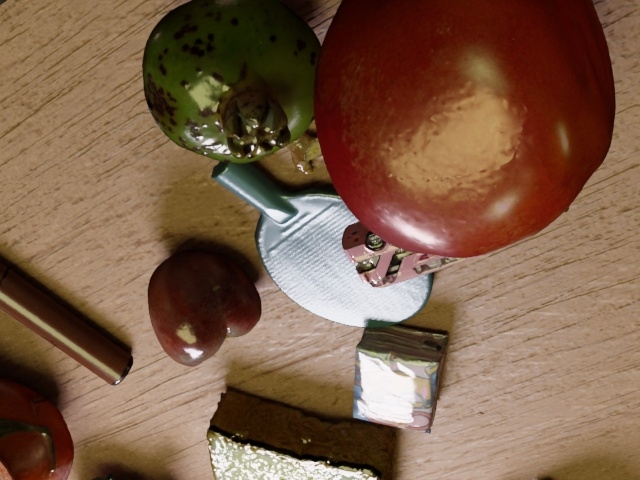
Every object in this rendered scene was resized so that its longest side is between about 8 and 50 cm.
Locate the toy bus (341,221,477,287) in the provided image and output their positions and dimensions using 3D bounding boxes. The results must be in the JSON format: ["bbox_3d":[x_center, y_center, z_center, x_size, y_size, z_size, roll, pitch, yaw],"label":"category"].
[{"bbox_3d":[0.130,-0.009,1.640,0.203,0.063,0.090,-18,122,18],"label":"toy bus"}]

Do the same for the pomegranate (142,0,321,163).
[{"bbox_3d":[-0.090,-0.165,1.475,0.202,0.248,0.202,-5,121,-8],"label":"pomegranate"}]

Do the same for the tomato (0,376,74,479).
[{"bbox_3d":[-0.482,0.322,2.114,0.309,0.170,0.309,32,134,40],"label":"tomato"}]

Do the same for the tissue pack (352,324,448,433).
[{"bbox_3d":[0.106,0.187,1.852,0.115,0.065,0.155,11,134,10],"label":"tissue pack"}]

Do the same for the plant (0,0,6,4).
[{"bbox_3d":[-0.471,-0.311,1.535,0.274,0.149,0.146,-3,146,25],"label":"plant"}]

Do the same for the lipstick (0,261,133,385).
[{"bbox_3d":[-0.420,0.089,1.949,0.357,0.057,0.057,39,132,-18],"label":"lipstick"}]

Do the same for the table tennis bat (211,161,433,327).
[{"bbox_3d":[0.000,0.000,1.732,0.329,0.044,0.215,38,132,-20],"label":"table tennis bat"}]

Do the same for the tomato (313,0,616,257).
[{"bbox_3d":[0.144,-0.149,1.343,0.293,0.325,0.290,-20,124,37],"label":"tomato"}]

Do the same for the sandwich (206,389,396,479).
[{"bbox_3d":[-0.027,0.356,2.036,0.273,0.095,0.249,12,134,9],"label":"sandwich"}]

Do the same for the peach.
[{"bbox_3d":[-0.162,0.081,1.801,0.152,0.152,0.152,10,134,10],"label":"peach"}]

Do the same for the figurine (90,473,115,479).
[{"bbox_3d":[-0.241,0.513,2.201,0.382,0.186,0.261,23,129,4],"label":"figurine"}]

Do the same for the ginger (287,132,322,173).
[{"bbox_3d":[-0.022,-0.114,1.638,0.048,0.030,0.097,-5,131,25],"label":"ginger"}]
